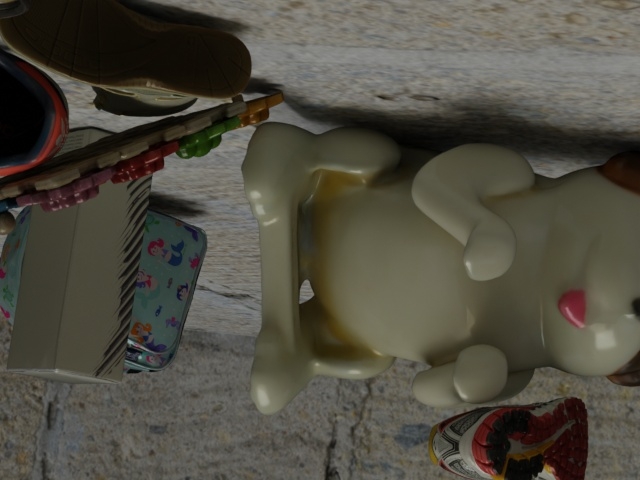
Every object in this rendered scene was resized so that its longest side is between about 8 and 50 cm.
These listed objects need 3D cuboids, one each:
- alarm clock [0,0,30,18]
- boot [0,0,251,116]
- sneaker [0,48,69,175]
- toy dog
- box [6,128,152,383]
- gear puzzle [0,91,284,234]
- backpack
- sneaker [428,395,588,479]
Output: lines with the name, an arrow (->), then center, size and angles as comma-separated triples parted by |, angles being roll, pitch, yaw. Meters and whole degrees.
alarm clock -> -0.268, -0.203, 1.410 | 0.129, 0.064, 0.192 | 5, 168, 17
boot -> -0.183, -0.154, 1.618 | 0.213, 0.077, 0.165 | 11, 173, -20
sneaker -> -0.367, -0.142, 1.547 | 0.350, 0.131, 0.148 | 14, -175, -16
toy dog -> 0.169, 0.035, 1.865 | 0.408, 0.285, 0.395 | 5, -175, 20
box -> -0.267, 0.020, 2.131 | 0.094, 0.275, 0.113 | 15, 169, -37
gear puzzle -> -0.161, -0.075, 1.713 | 0.175, 0.044, 0.339 | -9, -168, 44
backpack -> -0.288, 0.046, 2.501 | 0.253, 0.225, 0.191 | 22, 164, -19
sneaker -> 0.184, 0.187, 1.798 | 0.092, 0.088, 0.225 | -1, 171, 36
